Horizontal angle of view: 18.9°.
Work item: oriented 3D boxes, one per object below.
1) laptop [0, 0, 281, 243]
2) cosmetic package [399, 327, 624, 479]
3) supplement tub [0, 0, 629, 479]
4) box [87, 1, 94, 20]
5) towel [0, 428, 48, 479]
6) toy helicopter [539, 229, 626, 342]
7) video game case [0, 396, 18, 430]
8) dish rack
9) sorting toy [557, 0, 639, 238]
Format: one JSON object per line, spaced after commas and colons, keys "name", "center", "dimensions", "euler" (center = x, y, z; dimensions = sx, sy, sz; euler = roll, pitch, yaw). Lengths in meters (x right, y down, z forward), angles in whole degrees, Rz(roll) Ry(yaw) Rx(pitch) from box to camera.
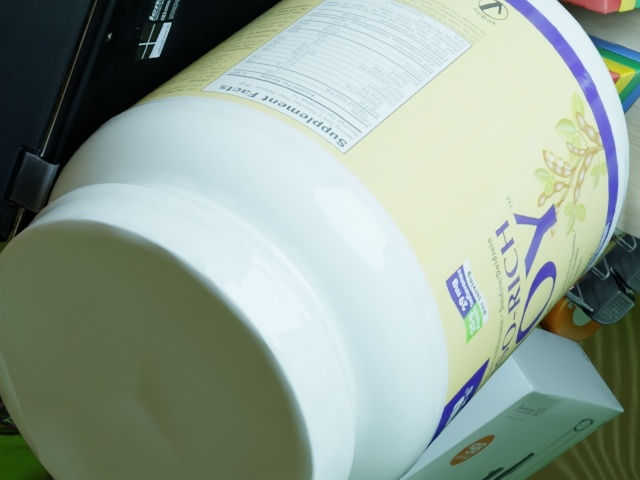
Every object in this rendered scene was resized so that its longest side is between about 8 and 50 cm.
{"name": "laptop", "center": [-0.163, -0.218, 1.061], "dimensions": [0.408, 0.236, 0.382], "euler": [-20, 136, -63]}
{"name": "cosmetic package", "center": [0.108, 0.193, 1.790], "dimensions": [0.284, 0.097, 0.377], "euler": [-39, 161, 12]}
{"name": "supplement tub", "center": [0.000, 0.000, 1.052], "dimensions": [0.331, 0.241, 0.241], "euler": [-42, 150, -44]}
{"name": "box", "center": [-0.035, -0.170, 1.326], "dimensions": [0.231, 0.126, 0.262], "euler": [-38, 139, -34]}
{"name": "towel", "center": [-0.282, 0.254, 1.516], "dimensions": [0.102, 0.021, 0.237], "euler": [11, 108, -62]}
{"name": "toy helicopter", "center": [0.305, -0.078, 1.958], "dimensions": [0.355, 0.140, 0.235], "euler": [-33, 133, -15]}
{"name": "video game case", "center": [-0.108, 0.089, 1.456], "dimensions": [0.232, 0.042, 0.210], "euler": [-33, 148, 20]}
{"name": "dish rack", "center": [0.246, -0.058, 1.809], "dimensions": [0.271, 0.074, 0.208], "euler": [37, 103, -22]}
{"name": "sorting toy", "center": [0.117, -0.153, 1.202], "dimensions": [0.089, 0.257, 0.255], "euler": [-17, 123, -42]}
